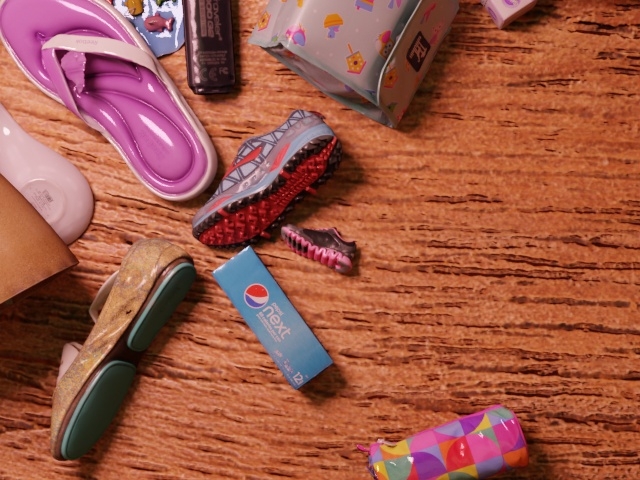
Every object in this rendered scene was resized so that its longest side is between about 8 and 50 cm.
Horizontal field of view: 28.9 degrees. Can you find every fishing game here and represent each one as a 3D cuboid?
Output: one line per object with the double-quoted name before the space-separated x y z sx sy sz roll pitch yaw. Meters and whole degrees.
"fishing game" -0.268 -0.365 1.868 0.264 0.041 0.189 5 88 1

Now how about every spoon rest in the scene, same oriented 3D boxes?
"spoon rest" -0.442 -0.115 1.842 0.137 0.084 0.276 -30 99 0

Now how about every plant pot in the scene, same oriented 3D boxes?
"plant pot" -0.505 -0.016 1.732 0.237 0.237 0.254 -31 91 -1

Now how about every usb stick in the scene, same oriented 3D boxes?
"usb stick" -0.169 -0.356 1.840 0.077 0.045 0.278 -4 92 -21

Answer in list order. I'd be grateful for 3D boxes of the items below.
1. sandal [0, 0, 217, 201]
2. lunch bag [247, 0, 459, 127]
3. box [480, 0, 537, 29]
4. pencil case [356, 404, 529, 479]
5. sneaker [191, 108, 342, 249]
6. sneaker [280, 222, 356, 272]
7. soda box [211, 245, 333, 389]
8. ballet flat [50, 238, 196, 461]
"sandal" -0.311 -0.230 1.813 0.416 0.102 0.169 42 100 3
"lunch bag" 0.065 -0.310 1.786 0.262 0.160 0.223 30 84 -29
"box" 0.206 -0.468 1.853 0.067 0.063 0.324 -32 86 -1
"pencil case" 0.178 0.308 1.776 0.236 0.104 0.104 -16 85 -1
"sneaker" -0.085 -0.091 1.827 0.262 0.104 0.125 -36 45 12
"sneaker" 0.000 0.000 1.836 0.119 0.047 0.057 27 64 3
"soda box" -0.069 0.113 1.810 0.071 0.067 0.210 -36 86 -2
"ballet flat" -0.308 0.150 1.800 0.123 0.123 0.348 31 87 3
